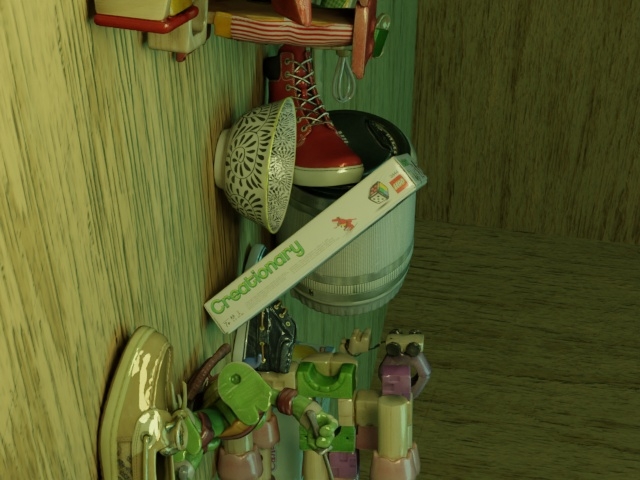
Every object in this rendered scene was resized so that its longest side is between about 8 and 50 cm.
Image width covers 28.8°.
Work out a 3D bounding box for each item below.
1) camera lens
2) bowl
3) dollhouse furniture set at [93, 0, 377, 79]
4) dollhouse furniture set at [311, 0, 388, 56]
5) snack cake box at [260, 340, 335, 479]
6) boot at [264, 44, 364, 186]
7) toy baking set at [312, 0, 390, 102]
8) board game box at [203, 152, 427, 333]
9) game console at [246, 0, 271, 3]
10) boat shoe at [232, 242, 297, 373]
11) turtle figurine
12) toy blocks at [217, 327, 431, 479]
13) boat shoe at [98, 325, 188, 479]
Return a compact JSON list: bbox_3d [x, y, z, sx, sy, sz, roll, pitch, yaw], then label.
[{"bbox_3d":[0.037,-0.046,1.917,0.274,0.219,0.219,88,12,-46],"label":"camera lens"},{"bbox_3d":[-0.085,-0.097,1.540,0.170,0.080,0.170,6,90,-82],"label":"bowl"},{"bbox_3d":[-0.063,-0.220,1.175,0.374,0.201,0.152,-63,158,-68],"label":"dollhouse furniture set"},{"bbox_3d":[0.016,-0.358,1.650,0.301,0.151,0.198,-33,143,-75],"label":"dollhouse furniture set"},{"bbox_3d":[-0.045,0.284,2.099,0.264,0.089,0.152,-53,151,-73],"label":"snack cake box"},{"bbox_3d":[-0.016,-0.173,1.664,0.244,0.088,0.176,33,-56,58],"label":"boot"},{"bbox_3d":[0.050,-0.341,2.129,0.256,0.030,0.197,-51,143,-20],"label":"toy baking set"},{"bbox_3d":[0.000,0.000,1.614,0.053,0.305,0.193,52,10,1],"label":"board game box"},{"bbox_3d":[-0.076,-0.332,1.642,0.107,0.071,0.122,172,-73,-68],"label":"game console"},{"bbox_3d":[-0.071,0.099,1.782,0.065,0.083,0.183,15,82,-82],"label":"boat shoe"},{"bbox_3d":[-0.084,0.249,1.449,0.266,0.197,0.275,55,39,-72],"label":"turtle figurine"},{"bbox_3d":[0.015,0.304,1.852,0.309,0.288,0.260,-64,153,-71],"label":"toy blocks"},{"bbox_3d":[-0.166,0.227,1.228,0.104,0.089,0.285,-24,120,-80],"label":"boat shoe"}]
